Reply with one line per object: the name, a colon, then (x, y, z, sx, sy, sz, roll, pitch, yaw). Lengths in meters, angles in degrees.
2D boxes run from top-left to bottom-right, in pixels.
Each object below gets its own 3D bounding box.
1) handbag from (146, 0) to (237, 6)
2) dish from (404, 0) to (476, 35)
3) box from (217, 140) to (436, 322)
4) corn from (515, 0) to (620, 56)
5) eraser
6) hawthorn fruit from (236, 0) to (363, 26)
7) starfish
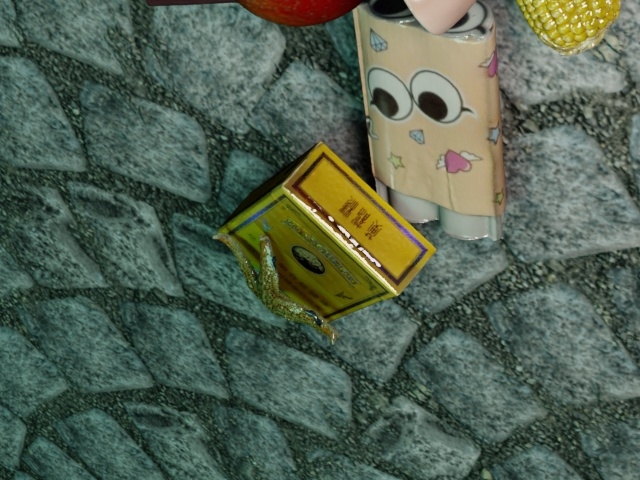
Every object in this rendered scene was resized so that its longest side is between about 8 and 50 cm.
handbag: (-0.158, -0.366, 1.853, 0.216, 0.074, 0.203, 3, 130, 36)
dish: (0.109, -0.318, 1.645, 0.090, 0.213, 0.213, -29, 112, 17)
box: (0.000, 0.000, 2.021, 0.193, 0.084, 0.301, 42, 160, -7)
corn: (0.204, -0.319, 1.602, 0.106, 0.106, 0.293, -13, 116, 44)
eraser: (0.133, -0.142, 1.839, 0.171, 0.087, 0.291, 20, 139, 29)
hawthorn fruit: (-0.011, -0.306, 1.733, 0.188, 0.169, 0.169, 21, 147, -21)
starfish: (-0.058, 0.063, 2.079, 0.208, 0.053, 0.176, 49, 169, -8)
